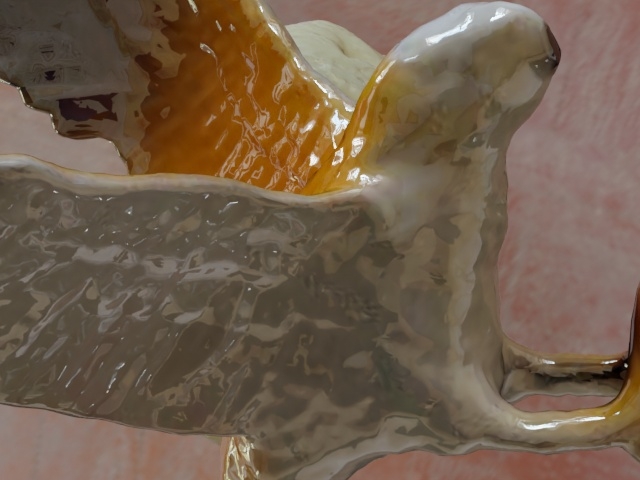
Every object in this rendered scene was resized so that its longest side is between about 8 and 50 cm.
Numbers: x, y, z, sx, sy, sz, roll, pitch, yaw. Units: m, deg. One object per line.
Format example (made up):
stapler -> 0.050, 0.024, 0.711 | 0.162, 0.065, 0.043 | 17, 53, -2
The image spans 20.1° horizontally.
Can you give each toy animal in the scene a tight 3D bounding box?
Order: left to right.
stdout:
toy animal -> -0.022, 0.066, 0.570 | 0.302, 0.225, 0.284 | -1, 119, 12

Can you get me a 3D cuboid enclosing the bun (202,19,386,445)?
bun -> 0.000, 0.000, 1.469 | 0.219, 0.365, 0.365 | -1, 103, 29
